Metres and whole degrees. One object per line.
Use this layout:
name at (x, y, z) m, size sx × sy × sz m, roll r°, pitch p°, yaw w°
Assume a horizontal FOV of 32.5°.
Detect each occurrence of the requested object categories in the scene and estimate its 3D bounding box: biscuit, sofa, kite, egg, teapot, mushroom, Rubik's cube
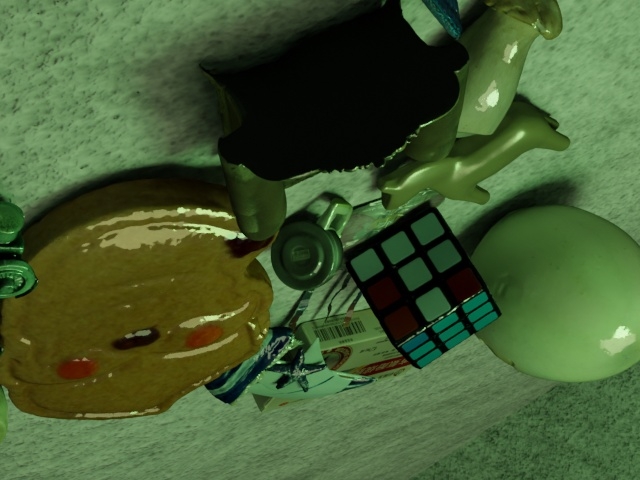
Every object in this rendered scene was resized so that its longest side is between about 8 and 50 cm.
biscuit at (-0.223, 0.093, 1.316) m, size 0.350 × 0.078 × 0.455 m, roll -10°, pitch 145°, yaw -11°
sofa at (0.020, -0.104, 1.114) m, size 0.258 × 0.182 × 0.200 m, roll -24°, pitch 159°, yaw -9°
kite at (0.052, 0.037, 1.658) m, size 0.204 × 0.022 × 0.360 m, roll -12°, pitch 148°, yaw -35°
egg at (0.393, 0.088, 1.764) m, size 0.283 × 0.345 × 0.283 m, roll -14°, pitch 114°, yaw -33°
teapot at (0.003, 0.008, 1.459) m, size 0.124 × 0.092 × 0.091 m, roll -31°, pitch 174°, yaw 22°
mushroom at (0.186, -0.196, 1.222) m, size 0.088 × 0.097 × 0.212 m, roll -16°, pitch 149°, yaw -46°
Rubik's cube at (0.154, 0.072, 1.631) m, size 0.162 × 0.163 × 0.160 m, roll -32°, pitch 155°, yaw 5°

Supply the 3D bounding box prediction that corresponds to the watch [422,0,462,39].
watch at (0.124, -0.296, 0.991) m, size 0.275 × 0.068 × 0.276 m, roll -7°, pitch 154°, yaw -45°

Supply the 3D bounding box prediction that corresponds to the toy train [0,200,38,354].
toy train at (-0.384, 0.046, 1.099) m, size 0.159 × 0.101 × 0.248 m, roll 5°, pitch 141°, yaw -31°

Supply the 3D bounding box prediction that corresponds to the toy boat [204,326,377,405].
toy boat at (-0.043, 0.197, 1.732) m, size 0.292 × 0.070 × 0.210 m, roll -1°, pitch 147°, yaw -11°

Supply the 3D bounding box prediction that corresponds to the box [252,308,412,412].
box at (0.067, 0.198, 1.957) m, size 0.353 × 0.069 × 0.214 m, roll -7°, pitch 149°, yaw -37°

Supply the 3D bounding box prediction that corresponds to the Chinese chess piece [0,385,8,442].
Chinese chess piece at (-0.503, 0.224, 1.313) m, size 0.250 × 0.101 × 0.250 m, roll -24°, pitch 157°, yaw -11°

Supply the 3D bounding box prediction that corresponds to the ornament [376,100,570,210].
ornament at (0.197, -0.104, 1.474) m, size 0.230 × 0.061 × 0.245 m, roll -37°, pitch 157°, yaw 24°
